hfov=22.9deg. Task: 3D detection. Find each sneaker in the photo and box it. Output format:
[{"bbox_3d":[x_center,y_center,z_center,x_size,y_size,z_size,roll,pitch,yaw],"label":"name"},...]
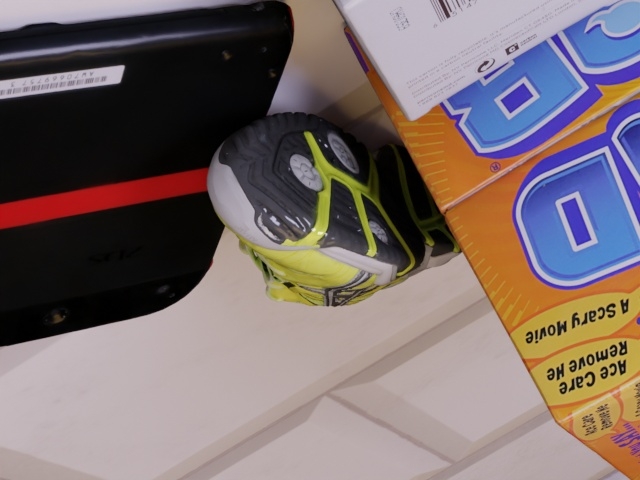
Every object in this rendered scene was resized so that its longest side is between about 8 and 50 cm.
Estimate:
[{"bbox_3d":[0.000,0.000,1.263,0.147,0.145,0.384,-33,163,16],"label":"sneaker"}]

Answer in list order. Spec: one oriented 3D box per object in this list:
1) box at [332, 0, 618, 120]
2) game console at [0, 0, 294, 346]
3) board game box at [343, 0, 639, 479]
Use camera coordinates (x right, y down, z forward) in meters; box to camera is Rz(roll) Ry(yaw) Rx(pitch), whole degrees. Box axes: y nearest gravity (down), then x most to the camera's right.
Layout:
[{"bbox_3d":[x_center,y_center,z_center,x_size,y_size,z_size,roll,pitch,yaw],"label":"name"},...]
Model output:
[{"bbox_3d":[0.090,-0.200,1.052,0.181,0.119,0.182,-30,155,6],"label":"box"},{"bbox_3d":[-0.227,-0.035,1.156,0.386,0.060,0.342,-12,145,-29],"label":"game console"},{"bbox_3d":[0.297,-0.060,1.236,0.356,0.356,0.356,-32,154,11],"label":"board game box"}]
